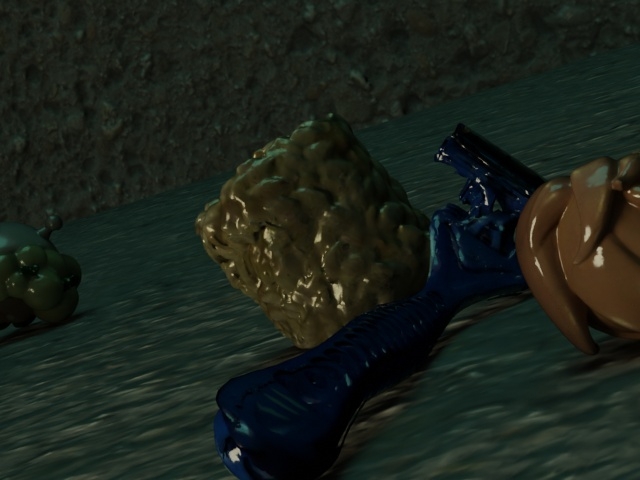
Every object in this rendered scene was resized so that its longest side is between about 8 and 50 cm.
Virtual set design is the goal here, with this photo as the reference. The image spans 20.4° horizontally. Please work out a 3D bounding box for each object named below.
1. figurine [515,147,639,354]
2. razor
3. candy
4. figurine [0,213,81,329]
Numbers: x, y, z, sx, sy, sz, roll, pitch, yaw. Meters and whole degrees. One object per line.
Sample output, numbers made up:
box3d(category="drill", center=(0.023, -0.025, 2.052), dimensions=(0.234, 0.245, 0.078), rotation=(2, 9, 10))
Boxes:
box3d(category="figurine", center=(0.146, -0.020, 0.617), dimensions=(0.157, 0.114, 0.126), rotation=(-50, -19, -16))
box3d(category="razor", center=(0.032, 0.034, 0.695), dimensions=(0.056, 0.093, 0.324), rotation=(-61, -11, 26))
box3d(category="candy", center=(0.000, 0.000, 0.858), dimensions=(0.095, 0.110, 0.085), rotation=(-36, 9, -10))
box3d(category="figurine", center=(-0.284, 0.046, 1.440), dimensions=(0.197, 0.093, 0.147), rotation=(-25, -19, 18))
